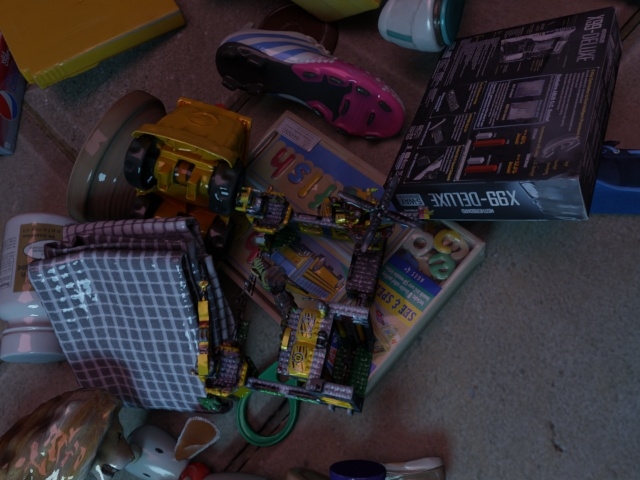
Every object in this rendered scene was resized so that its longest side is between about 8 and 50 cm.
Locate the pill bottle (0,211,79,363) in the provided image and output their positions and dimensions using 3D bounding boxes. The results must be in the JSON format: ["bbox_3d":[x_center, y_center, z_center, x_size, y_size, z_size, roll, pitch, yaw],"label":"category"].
[{"bbox_3d":[-0.461,0.080,0.917,0.131,0.131,0.229,-10,69,13],"label":"pill bottle"}]

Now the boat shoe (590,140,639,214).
[{"bbox_3d":[0.386,-0.090,0.759,0.258,0.109,0.089,10,67,2],"label":"boat shoe"}]

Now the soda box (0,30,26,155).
[{"bbox_3d":[-0.676,-0.305,1.139,0.092,0.083,0.264,-7,70,14],"label":"soda box"}]

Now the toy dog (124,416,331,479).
[{"bbox_3d":[-0.141,0.345,0.716,0.333,0.161,0.220,-3,71,15],"label":"toy dog"}]

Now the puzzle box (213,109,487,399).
[{"bbox_3d":[0.000,0.000,0.835,0.409,0.052,0.272,38,84,28],"label":"puzzle box"}]

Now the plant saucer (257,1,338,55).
[{"bbox_3d":[-0.052,-0.372,1.010,0.168,0.029,0.169,-6,69,15],"label":"plant saucer"}]

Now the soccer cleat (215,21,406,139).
[{"bbox_3d":[-0.006,-0.277,0.905,0.331,0.116,0.143,22,51,5],"label":"soccer cleat"}]

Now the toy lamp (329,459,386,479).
[{"bbox_3d":[0.049,0.413,0.662,0.080,0.080,0.275,0,86,16],"label":"toy lamp"}]

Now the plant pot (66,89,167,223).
[{"bbox_3d":[-0.292,-0.111,0.898,0.109,0.237,0.237,29,81,-1],"label":"plant pot"}]

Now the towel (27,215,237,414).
[{"bbox_3d":[-0.248,0.113,0.772,0.234,0.284,0.121,-1,28,18],"label":"towel"}]

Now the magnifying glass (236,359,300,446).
[{"bbox_3d":[-0.049,0.190,0.819,0.092,0.026,0.231,22,81,22],"label":"magnifying glass"}]

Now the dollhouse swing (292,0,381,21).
[{"bbox_3d":[-0.022,-0.570,1.034,0.315,0.305,0.347,28,70,-20],"label":"dollhouse swing"}]

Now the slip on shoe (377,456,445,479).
[{"bbox_3d":[0.095,0.312,0.721,0.135,0.051,0.041,-9,63,5],"label":"slip on shoe"}]

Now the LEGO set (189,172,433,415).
[{"bbox_3d":[-0.029,0.057,0.663,0.254,0.192,0.331,17,71,14],"label":"LEGO set"}]

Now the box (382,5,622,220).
[{"bbox_3d":[0.248,-0.167,0.741,0.242,0.076,0.308,1,54,37],"label":"box"}]

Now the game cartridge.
[{"bbox_3d":[-0.476,-0.465,1.115,0.323,0.053,0.285,-30,66,-9],"label":"game cartridge"}]

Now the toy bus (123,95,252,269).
[{"bbox_3d":[-0.175,-0.099,0.819,0.149,0.220,0.211,17,42,1],"label":"toy bus"}]

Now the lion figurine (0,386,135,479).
[{"bbox_3d":[-0.424,0.324,0.782,0.392,0.142,0.240,-15,44,44],"label":"lion figurine"}]

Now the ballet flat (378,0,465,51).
[{"bbox_3d":[0.195,-0.461,0.888,0.139,0.139,0.400,16,64,21],"label":"ballet flat"}]
